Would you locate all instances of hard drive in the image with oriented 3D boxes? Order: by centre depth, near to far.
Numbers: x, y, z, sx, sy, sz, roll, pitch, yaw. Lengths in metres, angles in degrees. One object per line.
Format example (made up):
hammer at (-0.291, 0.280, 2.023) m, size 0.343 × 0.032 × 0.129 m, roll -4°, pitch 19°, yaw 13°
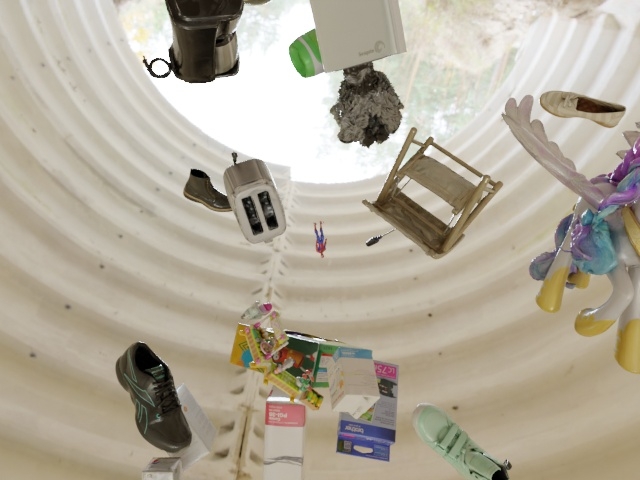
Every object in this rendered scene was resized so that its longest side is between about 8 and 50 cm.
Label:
hard drive at (0.058, -0.570, 1.062) m, size 0.047 × 0.353 × 0.233 m, roll -27°, pitch -159°, yaw -36°

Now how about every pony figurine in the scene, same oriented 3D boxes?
pony figurine at (0.428, -0.047, 0.711) m, size 0.302 × 0.364 × 0.351 m, roll 2°, pitch -144°, yaw -1°

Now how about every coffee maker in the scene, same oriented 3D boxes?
coffee maker at (-0.214, -0.348, 0.818) m, size 0.171 × 0.178 × 0.120 m, roll -37°, pitch -93°, yaw -15°

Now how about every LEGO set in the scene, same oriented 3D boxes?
LEGO set at (-0.077, 0.260, 1.099) m, size 0.287 × 0.107 × 0.132 m, roll 54°, pitch -158°, yaw 11°

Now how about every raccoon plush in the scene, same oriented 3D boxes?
raccoon plush at (0.134, -0.519, 1.572) m, size 0.216 × 0.447 × 0.299 m, roll -8°, pitch -139°, yaw -11°

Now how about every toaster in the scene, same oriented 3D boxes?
toaster at (-0.164, -0.102, 1.218) m, size 0.129 × 0.227 × 0.146 m, roll -19°, pitch -145°, yaw -9°

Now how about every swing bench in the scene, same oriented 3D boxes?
swing bench at (0.296, -0.122, 1.298) m, size 0.253 × 0.255 × 0.165 m, roll 42°, pitch -160°, yaw 25°

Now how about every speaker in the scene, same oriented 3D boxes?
speaker at (0.052, -0.613, 1.481) m, size 0.296 × 0.131 × 0.131 m, roll -33°, pitch -136°, yaw -12°

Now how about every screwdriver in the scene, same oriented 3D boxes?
screwdriver at (0.200, -0.019, 1.506) m, size 0.024 × 0.170 × 0.025 m, roll 42°, pitch -133°, yaw -13°

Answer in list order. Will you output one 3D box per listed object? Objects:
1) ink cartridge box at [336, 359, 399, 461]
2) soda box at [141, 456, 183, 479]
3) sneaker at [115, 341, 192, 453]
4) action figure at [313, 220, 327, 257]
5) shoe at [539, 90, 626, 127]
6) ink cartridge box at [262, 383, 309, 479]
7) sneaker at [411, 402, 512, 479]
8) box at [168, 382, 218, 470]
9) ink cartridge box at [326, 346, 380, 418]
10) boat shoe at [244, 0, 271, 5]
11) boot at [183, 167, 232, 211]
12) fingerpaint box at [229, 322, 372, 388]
ink cartridge box at (0.158, 0.548, 1.596) m, size 0.185 × 0.065 × 0.311 m, roll 13°, pitch -122°, yaw -5°
soda box at (-0.354, 0.611, 1.101) m, size 0.073 × 0.216 × 0.069 m, roll -2°, pitch -176°, yaw 2°
sneaker at (-0.369, 0.346, 1.077) m, size 0.267 × 0.106 × 0.101 m, roll 50°, pitch -146°, yaw 16°
action figure at (0.000, 0.000, 1.494) m, size 0.038 × 0.115 × 0.030 m, roll -16°, pitch -158°, yaw -24°
shoe at (0.702, -0.363, 1.296) m, size 0.218 × 0.077 × 0.058 m, roll 17°, pitch 167°, yaw 6°
ink cartridge box at (-0.100, 0.589, 1.433) m, size 0.117 × 0.283 × 0.207 m, roll 3°, pitch 180°, yaw 1°
sneaker at (0.332, 0.475, 1.115) m, size 0.256 × 0.151 × 0.094 m, roll 46°, pitch -111°, yaw -12°
box at (-0.358, 0.478, 1.251) m, size 0.091 × 0.171 × 0.130 m, roll -35°, pitch -179°, yaw -2°
ink cartridge box at (0.078, 0.346, 1.168) m, size 0.089 × 0.092 × 0.143 m, roll 10°, pitch -136°, yaw -18°
boat shoe at (-0.250, -0.842, 1.604) m, size 0.304 × 0.109 × 0.091 m, roll -16°, pitch -168°, yaw -10°
boot at (-0.387, -0.179, 1.732) m, size 0.197 × 0.137 × 0.077 m, roll 14°, pitch -127°, yaw -15°
fingerpaint box at (-0.062, 0.447, 1.880) m, size 0.370 × 0.163 × 0.444 m, roll 6°, pitch 169°, yaw 33°
